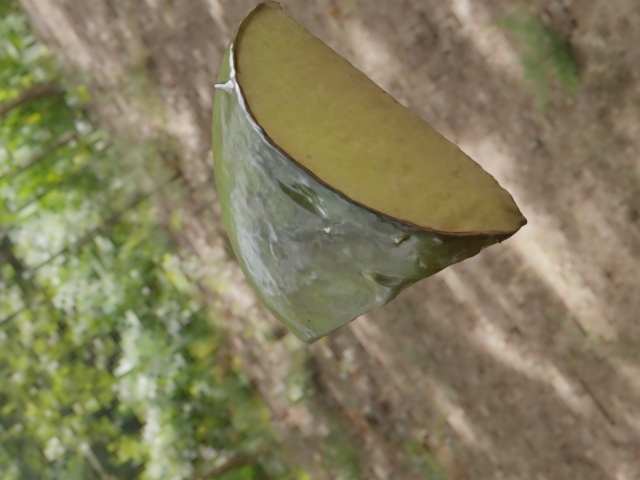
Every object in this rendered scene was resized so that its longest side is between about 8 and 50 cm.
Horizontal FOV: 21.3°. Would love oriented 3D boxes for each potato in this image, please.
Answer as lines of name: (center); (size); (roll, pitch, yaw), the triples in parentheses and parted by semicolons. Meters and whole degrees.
potato: (0.000, 0.000, 1.287); (0.269, 0.112, 0.255); (43, 146, 23)
